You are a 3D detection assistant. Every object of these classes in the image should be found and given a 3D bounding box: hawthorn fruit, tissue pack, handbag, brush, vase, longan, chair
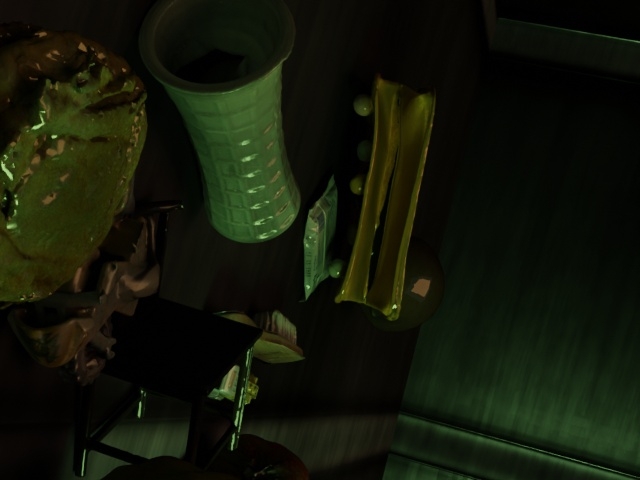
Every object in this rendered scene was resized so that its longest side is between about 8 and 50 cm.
[{"bbox_3d":[-0.097,0.371,1.351,0.235,0.181,0.181,100,11,-54],"label":"hawthorn fruit"},{"bbox_3d":[0.000,0.000,1.667,0.123,0.026,0.193,-57,155,-52],"label":"tissue pack"},{"bbox_3d":[0.103,-0.076,1.737,0.283,0.133,0.401,-38,137,-85],"label":"handbag"},{"bbox_3d":[-0.088,0.120,1.382,0.327,0.069,0.065,46,40,-71],"label":"brush"},{"bbox_3d":[-0.085,-0.116,1.029,0.299,0.143,0.143,83,24,-61],"label":"vase"},{"bbox_3d":[0.158,0.083,2.021,0.220,0.196,0.197,65,40,-58],"label":"longan"},{"bbox_3d":[-0.148,0.108,0.988,0.154,0.141,0.260,-47,150,-64],"label":"chair"}]

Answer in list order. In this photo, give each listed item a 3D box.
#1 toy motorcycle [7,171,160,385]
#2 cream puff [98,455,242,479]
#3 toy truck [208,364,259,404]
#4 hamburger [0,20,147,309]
[{"bbox_3d":[-0.191,0.009,0.814,0.130,0.093,0.229,3,95,-74],"label":"toy motorcycle"},{"bbox_3d":[-0.133,0.379,0.806,0.378,0.378,0.276,-58,141,-52],"label":"cream puff"},{"bbox_3d":[-0.121,0.181,1.291,0.123,0.062,0.052,58,47,-70],"label":"toy truck"},{"bbox_3d":[-0.210,-0.050,0.669,0.206,0.129,0.183,-65,159,11],"label":"hamburger"}]
